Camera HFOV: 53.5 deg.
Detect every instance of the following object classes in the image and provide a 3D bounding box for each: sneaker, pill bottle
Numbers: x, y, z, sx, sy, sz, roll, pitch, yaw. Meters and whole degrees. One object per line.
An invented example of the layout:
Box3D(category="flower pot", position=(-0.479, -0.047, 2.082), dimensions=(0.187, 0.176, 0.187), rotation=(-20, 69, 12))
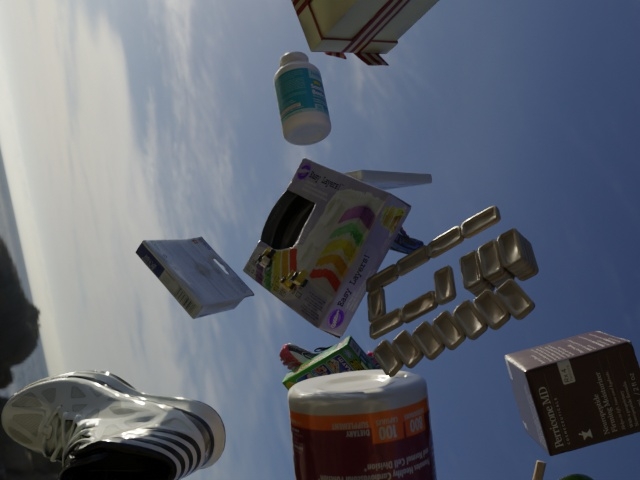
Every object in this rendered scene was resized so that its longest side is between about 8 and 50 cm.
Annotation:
Box3D(category="sneaker", position=(0.028, 0.323, 1.697), dimensions=(0.121, 0.299, 0.111), rotation=(-19, -125, 59))
Box3D(category="pill bottle", position=(-0.059, -0.427, 1.886), dimensions=(0.146, 0.146, 0.263), rotation=(130, -47, -60))
Box3D(category="sneaker", position=(-0.416, 0.335, 1.100), dimensions=(0.257, 0.448, 0.169), rotation=(9, 84, -75))
Box3D(category="pill bottle", position=(0.074, 0.415, 0.990), dimensions=(0.224, 0.224, 0.391), rotation=(167, -83, -65))
Box3D(category="sneaker", position=(0.153, -0.029, 1.435), dimensions=(0.083, 0.221, 0.087), rotation=(23, -91, 61))

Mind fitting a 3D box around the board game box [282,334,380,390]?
Box3D(category="board game box", position=(0.087, 0.405, 1.543), dimensions=(0.214, 0.046, 0.317), rotation=(-36, -80, 24))

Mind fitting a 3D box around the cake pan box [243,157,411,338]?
Box3D(category="cake pan box", position=(0.000, 0.000, 1.092), dimensions=(0.267, 0.070, 0.245), rotation=(32, -88, 50))

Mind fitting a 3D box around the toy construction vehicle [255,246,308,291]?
Box3D(category="toy construction vehicle", position=(-0.058, 0.044, 0.996), dimensions=(0.086, 0.035, 0.098), rotation=(34, -17, -2))

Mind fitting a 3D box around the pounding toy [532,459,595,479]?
Box3D(category="pounding toy", position=(0.462, 0.518, 1.130), dimensions=(0.110, 0.237, 0.182), rotation=(16, -101, 62))

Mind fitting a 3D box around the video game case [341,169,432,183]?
Box3D(category="video game case", position=(0.101, -0.133, 1.440), dimensions=(0.206, 0.227, 0.026), rotation=(-4, -91, 49))

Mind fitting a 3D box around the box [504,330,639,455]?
Box3D(category="box", position=(0.493, 0.288, 1.227), dimensions=(0.167, 0.203, 0.168), rotation=(15, 58, -88))

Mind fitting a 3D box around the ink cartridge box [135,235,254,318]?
Box3D(category="ink cartridge box", position=(-0.293, 0.082, 1.507), dimensions=(0.223, 0.224, 0.045), rotation=(45, -70, 18))

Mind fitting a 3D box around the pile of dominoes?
Box3D(category="pile of dominoes", position=(0.172, 0.078, 0.862), dimensions=(0.251, 0.040, 0.195), rotation=(-33, -145, 30))

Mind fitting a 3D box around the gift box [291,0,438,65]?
Box3D(category="gift box", position=(0.095, -0.532, 1.338), dimensions=(0.258, 0.277, 0.255), rotation=(-32, -111, 49))
